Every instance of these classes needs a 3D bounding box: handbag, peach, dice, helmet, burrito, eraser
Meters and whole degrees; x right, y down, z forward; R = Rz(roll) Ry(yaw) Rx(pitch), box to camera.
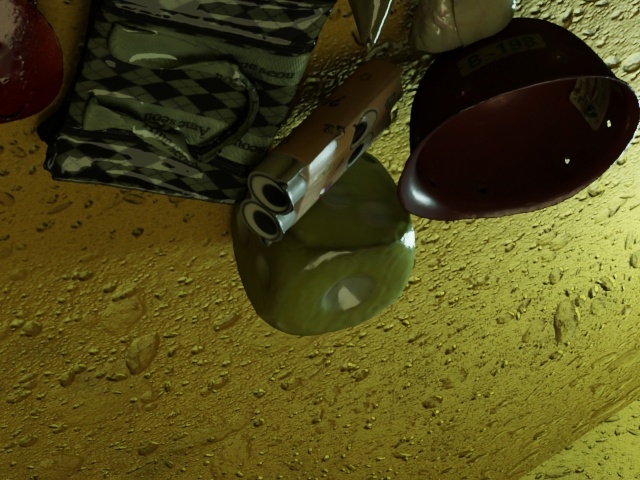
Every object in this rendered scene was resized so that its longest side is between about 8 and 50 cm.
[{"bbox_3d":[-0.193,-0.228,1.529,0.316,0.180,0.416,2,141,-23],"label":"handbag"},{"bbox_3d":[-0.413,-0.210,1.426,0.189,0.068,0.279,5,147,-19],"label":"peach"},{"bbox_3d":[0.000,0.000,1.862,0.238,0.233,0.227,-9,142,-22],"label":"dice"},{"bbox_3d":[0.277,-0.211,1.777,0.384,0.230,0.337,-20,149,8],"label":"helmet"},{"bbox_3d":[0.220,-0.395,1.623,0.143,0.105,0.299,-4,140,-14],"label":"burrito"},{"bbox_3d":[0.004,-0.134,1.694,0.290,0.087,0.171,-46,166,-33],"label":"eraser"}]

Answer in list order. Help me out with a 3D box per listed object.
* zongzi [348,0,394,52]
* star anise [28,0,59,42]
[{"bbox_3d":[0.013,-0.411,1.345,0.289,0.154,0.318,15,93,-37],"label":"zongzi"},{"bbox_3d":[-0.344,-0.317,1.395,0.097,0.070,0.191,-24,147,-8],"label":"star anise"}]
